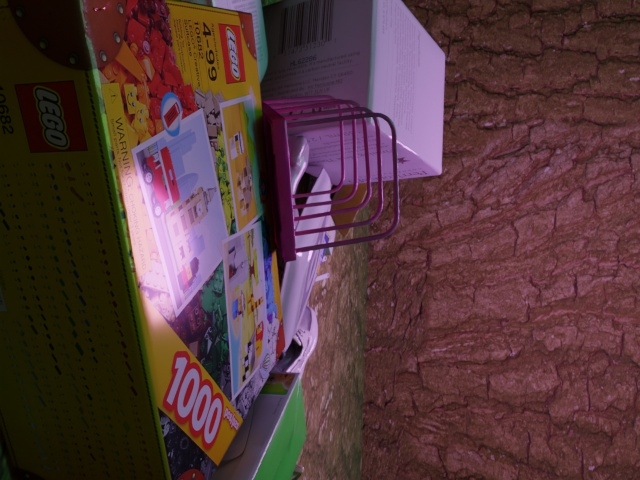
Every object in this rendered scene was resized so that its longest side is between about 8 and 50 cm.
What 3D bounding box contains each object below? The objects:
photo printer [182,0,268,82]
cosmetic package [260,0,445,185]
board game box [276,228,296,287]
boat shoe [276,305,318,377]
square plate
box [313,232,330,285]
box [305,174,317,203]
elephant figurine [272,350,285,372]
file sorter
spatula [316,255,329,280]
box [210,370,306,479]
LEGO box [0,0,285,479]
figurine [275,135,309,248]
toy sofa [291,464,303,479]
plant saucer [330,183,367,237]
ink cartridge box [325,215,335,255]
[{"bbox_3d":[-0.177,-0.387,0.913,0.256,0.106,0.308,-66,154,-59],"label":"photo printer"},{"bbox_3d":[0.072,-0.342,1.258,0.393,0.329,0.328,15,76,-55],"label":"cosmetic package"},{"bbox_3d":[-0.105,0.039,1.367,0.317,0.046,0.214,51,40,-70],"label":"board game box"},{"bbox_3d":[-0.071,0.270,1.406,0.096,0.098,0.277,78,19,-45],"label":"boat shoe"},{"bbox_3d":[-0.038,0.057,1.253,0.347,0.049,0.344,-71,175,-52],"label":"square plate"},{"bbox_3d":[-0.027,0.046,1.578,0.059,0.054,0.169,51,50,-51],"label":"box"},{"bbox_3d":[0.005,-0.249,1.777,0.067,0.062,0.324,64,30,-62],"label":"box"},{"bbox_3d":[-0.142,0.202,1.056,0.169,0.186,0.240,10,65,-36],"label":"elephant figurine"},{"bbox_3d":[-0.006,-0.124,0.872,0.291,0.182,0.202,-125,-152,-65],"label":"file sorter"},{"bbox_3d":[-0.027,0.064,1.656,0.242,0.019,0.169,-13,100,-62],"label":"spatula"},{"bbox_3d":[-0.162,0.298,0.734,0.262,0.230,0.127,-55,144,-67],"label":"box"},{"bbox_3d":[-0.202,-0.005,0.637,0.372,0.192,0.501,-56,144,-66],"label":"LEGO box"},{"bbox_3d":[-0.084,-0.092,1.134,0.215,0.092,0.210,143,-51,-70],"label":"figurine"},{"bbox_3d":[-0.161,0.595,1.003,0.150,0.176,0.363,113,-9,-50],"label":"toy sofa"},{"bbox_3d":[0.105,-0.211,1.617,0.333,0.080,0.333,-83,-165,-72],"label":"plant saucer"},{"bbox_3d":[0.000,0.000,1.794,0.171,0.056,0.235,74,19,-50],"label":"ink cartridge box"}]
